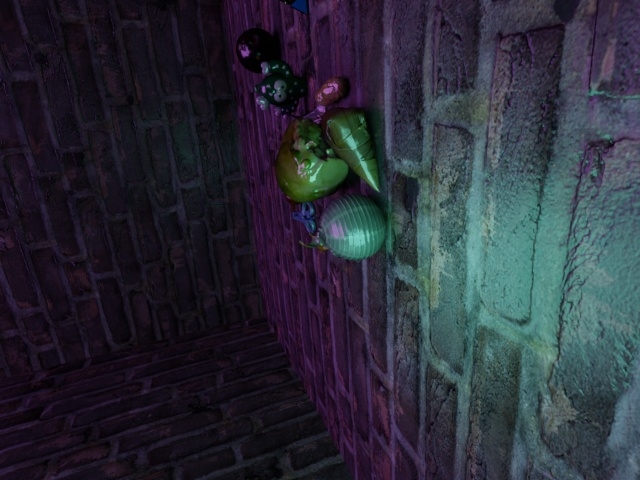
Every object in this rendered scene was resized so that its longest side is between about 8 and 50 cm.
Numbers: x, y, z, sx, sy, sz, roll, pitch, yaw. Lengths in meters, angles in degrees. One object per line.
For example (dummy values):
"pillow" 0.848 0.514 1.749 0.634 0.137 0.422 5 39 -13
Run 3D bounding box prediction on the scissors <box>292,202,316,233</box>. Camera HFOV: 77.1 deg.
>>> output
"scissors" -0.100 -0.136 2.233 0.393 0.032 0.180 -164 65 -69

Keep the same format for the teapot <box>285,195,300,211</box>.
"teapot" -0.130 -0.245 2.172 0.116 0.116 0.173 149 136 -70

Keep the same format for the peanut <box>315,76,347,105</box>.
"peanut" 0.036 -0.561 1.525 0.193 0.089 0.089 179 81 -71

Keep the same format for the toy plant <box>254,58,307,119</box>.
"toy plant" -0.185 -0.692 1.839 0.232 0.243 0.112 -65 31 16

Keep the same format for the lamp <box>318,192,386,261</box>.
"lamp" 0.105 -0.050 1.398 0.233 0.233 0.265 104 154 -51

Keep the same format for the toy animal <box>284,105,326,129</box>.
"toy animal" -0.077 -0.511 1.820 0.272 0.160 0.197 -130 31 -67

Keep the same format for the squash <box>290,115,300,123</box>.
"squash" -0.139 -0.580 2.079 0.183 0.052 0.052 142 115 -65

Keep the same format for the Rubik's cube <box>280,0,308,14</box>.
"Rubik's cube" -0.185 -1.044 1.669 0.284 0.234 0.249 157 101 -70

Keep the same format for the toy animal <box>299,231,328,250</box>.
"toy animal" 0.000 0.000 1.947 0.155 0.219 0.095 -2 80 35

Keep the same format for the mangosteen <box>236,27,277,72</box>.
"mangosteen" -0.330 -1.019 2.179 0.265 0.228 0.228 -4 -98 -68

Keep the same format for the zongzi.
"zongzi" 0.111 -0.324 1.424 0.299 0.145 0.274 63 180 -21

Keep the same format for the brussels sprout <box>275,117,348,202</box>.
"brussels sprout" -0.032 -0.302 1.597 0.371 0.276 0.314 -119 41 -53
